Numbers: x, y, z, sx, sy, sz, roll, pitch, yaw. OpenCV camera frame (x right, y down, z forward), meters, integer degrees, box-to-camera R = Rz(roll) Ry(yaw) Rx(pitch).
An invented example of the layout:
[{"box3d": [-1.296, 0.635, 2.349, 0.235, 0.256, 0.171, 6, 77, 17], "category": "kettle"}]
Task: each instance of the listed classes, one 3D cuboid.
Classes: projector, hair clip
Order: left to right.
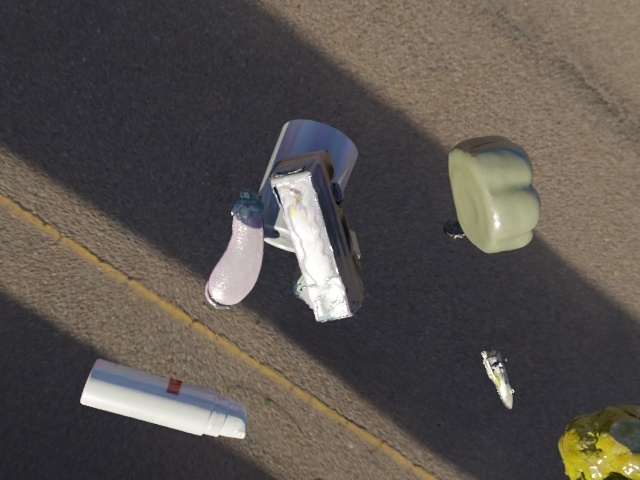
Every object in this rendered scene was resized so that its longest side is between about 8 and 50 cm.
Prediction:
[{"box3d": [-0.221, 0.031, 1.500, 0.110, 0.096, 0.358, 4, 104, -45], "category": "hair clip"}, {"box3d": [0.010, 0.057, 1.449, 0.099, 0.256, 0.192, 32, 101, -7], "category": "projector"}]

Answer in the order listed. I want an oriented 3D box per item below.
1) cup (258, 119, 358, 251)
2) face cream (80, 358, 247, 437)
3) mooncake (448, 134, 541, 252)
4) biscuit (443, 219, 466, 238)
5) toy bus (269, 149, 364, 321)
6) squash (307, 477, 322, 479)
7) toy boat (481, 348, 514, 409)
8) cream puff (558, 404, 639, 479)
[{"box3d": [-0.056, -0.167, 1.670, 0.253, 0.253, 0.371, 25, 72, -13], "category": "cup"}, {"box3d": [-0.325, 0.348, 1.173, 0.346, 0.102, 0.101, 20, 83, -14], "category": "face cream"}, {"box3d": [0.384, -0.104, 1.211, 0.135, 0.275, 0.274, -14, 92, -2], "category": "mooncake"}, {"box3d": [0.453, -0.041, 1.805, 0.087, 0.089, 0.027, -25, 133, -12], "category": "biscuit"}, {"box3d": [0.000, 0.000, 1.012, 0.113, 0.138, 0.316, -12, 110, 17], "category": "toy bus"}, {"box3d": [-0.047, 0.609, 1.258, 0.094, 0.224, 0.094, 5, 100, 29], "category": "squash"}, {"box3d": [0.575, 0.446, 1.733, 0.084, 0.066, 0.210, -28, 100, -57], "category": "toy boat"}, {"box3d": [0.601, 0.454, 1.039, 0.282, 0.282, 0.185, 45, 48, -9], "category": "cream puff"}]
